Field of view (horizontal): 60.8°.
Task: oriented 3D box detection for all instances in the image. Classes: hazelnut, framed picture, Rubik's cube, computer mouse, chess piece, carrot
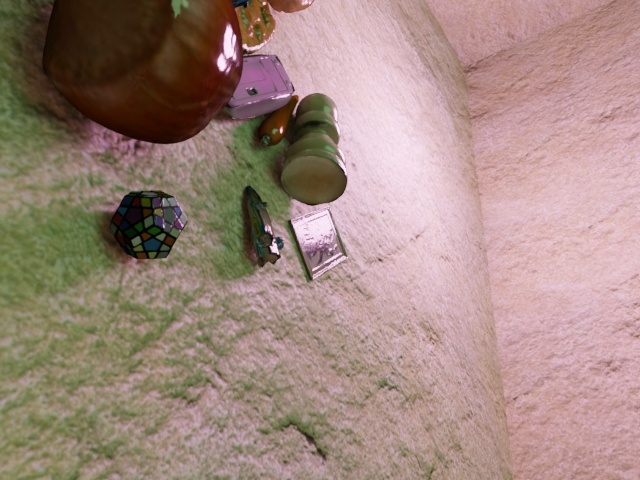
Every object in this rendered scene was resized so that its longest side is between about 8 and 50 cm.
[{"bbox_3d":[-0.290,-0.345,0.947,0.372,0.316,0.372,-21,116,-50],"label":"hazelnut"},{"bbox_3d":[0.000,0.000,1.522,0.231,0.010,0.173,-28,99,-59],"label":"framed picture"},{"bbox_3d":[-0.301,-0.028,0.954,0.133,0.133,0.112,35,20,-46],"label":"Rubik's cube"},{"bbox_3d":[-0.183,-0.391,1.365,0.310,0.072,0.158,-35,97,-53],"label":"computer mouse"},{"bbox_3d":[-0.011,-0.275,1.509,0.182,0.182,0.330,44,35,-39],"label":"chess piece"},{"bbox_3d":[-0.105,-0.337,1.482,0.069,0.069,0.336,56,31,-25],"label":"carrot"}]

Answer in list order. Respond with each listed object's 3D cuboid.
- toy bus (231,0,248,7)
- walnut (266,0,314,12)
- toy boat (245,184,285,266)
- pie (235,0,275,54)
[{"bbox_3d":[-0.256,-0.552,1.181,0.256,0.147,0.128,-32,108,-27],"label":"toy bus"},{"bbox_3d":[-0.090,-0.793,1.594,0.224,0.257,0.257,93,2,-56],"label":"walnut"},{"bbox_3d":[-0.141,-0.041,1.275,0.084,0.066,0.210,32,36,-64],"label":"toy boat"},{"bbox_3d":[-0.246,-0.626,1.393,0.339,0.083,0.339,29,54,-48],"label":"pie"}]
